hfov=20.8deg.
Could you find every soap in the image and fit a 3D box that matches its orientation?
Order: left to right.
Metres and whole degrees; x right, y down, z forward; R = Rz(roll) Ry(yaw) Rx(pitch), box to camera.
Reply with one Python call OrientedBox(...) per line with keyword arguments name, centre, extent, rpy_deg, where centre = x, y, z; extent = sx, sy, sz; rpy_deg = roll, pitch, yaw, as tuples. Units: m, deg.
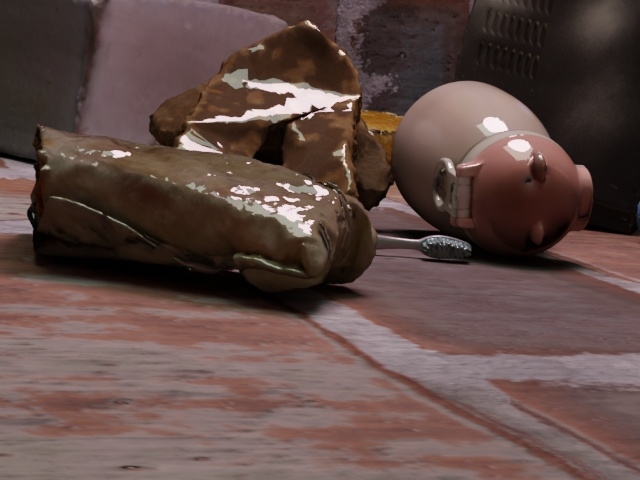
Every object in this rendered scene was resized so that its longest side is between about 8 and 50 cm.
OrientedBox(name="soap", centre=(-0.289, -0.213, 2.246), extent=(0.350, 0.213, 0.435), rpy_deg=(-3, 10, -42))

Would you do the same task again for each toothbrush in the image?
OrientedBox(name="toothbrush", centre=(0.000, 0.000, 1.504), extent=(0.269, 0.021, 0.027), rpy_deg=(3, 2, -8))

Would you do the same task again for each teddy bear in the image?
OrientedBox(name="teddy bear", centre=(-0.050, -0.079, 1.686), extent=(0.246, 0.222, 0.296), rpy_deg=(11, 51, 1))

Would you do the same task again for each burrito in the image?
OrientedBox(name="burrito", centre=(-0.123, -0.024, 1.310), extent=(0.348, 0.107, 0.175), rpy_deg=(11, -4, 28))

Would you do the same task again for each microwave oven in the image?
OrientedBox(name="microwave oven", centre=(0.326, -0.221, 2.051), extent=(0.236, 0.374, 0.432), rpy_deg=(17, 14, 15))

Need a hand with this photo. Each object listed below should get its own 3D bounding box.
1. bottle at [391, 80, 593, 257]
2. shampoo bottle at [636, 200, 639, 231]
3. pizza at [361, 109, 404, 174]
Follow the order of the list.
OrientedBox(name="bottle", centre=(0.164, -0.058, 1.626), extent=(0.147, 0.147, 0.236), rpy_deg=(3, 15, -15))
OrientedBox(name="shampoo bottle", centre=(0.436, -0.010, 1.732), extent=(0.258, 0.061, 0.104), rpy_deg=(10, 8, 38))
OrientedBox(name="pizza", centre=(0.049, -0.138, 2.410), extent=(0.435, 0.080, 0.392), rpy_deg=(2, 7, -13))
